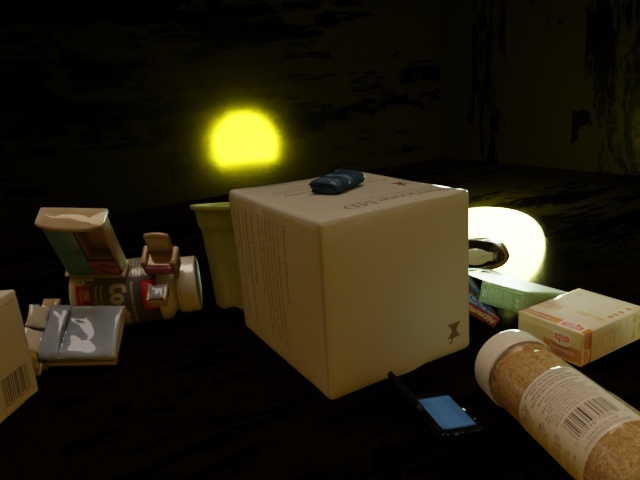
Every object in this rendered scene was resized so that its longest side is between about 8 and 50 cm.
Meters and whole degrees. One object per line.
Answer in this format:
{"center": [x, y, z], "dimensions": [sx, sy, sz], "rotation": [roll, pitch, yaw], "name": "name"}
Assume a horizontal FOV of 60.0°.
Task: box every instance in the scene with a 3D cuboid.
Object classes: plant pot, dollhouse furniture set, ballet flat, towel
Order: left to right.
{"center": [-0.460, 0.113, 1.126], "dimensions": [0.287, 0.198, 0.303], "rotation": [1, 54, -2], "name": "dollhouse furniture set"}
{"center": [-0.174, 0.032, 1.370], "dimensions": [0.277, 0.253, 0.276], "rotation": [-2, 6, 0], "name": "plant pot"}
{"center": [0.034, -0.116, 1.079], "dimensions": [0.067, 0.029, 0.119], "rotation": [6, 18, 30], "name": "towel"}
{"center": [0.337, 0.040, 1.485], "dimensions": [0.343, 0.116, 0.124], "rotation": [2, 3, 5], "name": "ballet flat"}

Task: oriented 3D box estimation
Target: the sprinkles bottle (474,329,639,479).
{"center": [0.341, 0.241, 0.738], "dimensions": [0.122, 0.121, 0.355], "rotation": [-8, 16, -11], "name": "sprinkles bottle"}

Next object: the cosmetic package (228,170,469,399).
{"center": [0.049, 0.053, 1.130], "dimensions": [0.330, 0.327, 0.394], "rotation": [-13, 18, -28], "name": "cosmetic package"}

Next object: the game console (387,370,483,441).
{"center": [0.176, 0.248, 0.865], "dimensions": [0.071, 0.107, 0.122], "rotation": [-36, 20, -5], "name": "game console"}

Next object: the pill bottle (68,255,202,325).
{"center": [-0.439, 0.121, 1.344], "dimensions": [0.284, 0.161, 0.161], "rotation": [-7, 15, -8], "name": "pill bottle"}

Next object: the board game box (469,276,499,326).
{"center": [0.314, 0.102, 1.292], "dimensions": [0.145, 0.027, 0.281], "rotation": [29, 14, -5], "name": "board game box"}

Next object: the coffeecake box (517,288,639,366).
{"center": [0.502, 0.163, 1.073], "dimensions": [0.186, 0.068, 0.142], "rotation": [-13, 17, -28], "name": "coffeecake box"}

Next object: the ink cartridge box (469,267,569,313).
{"center": [0.414, 0.111, 1.236], "dimensions": [0.171, 0.056, 0.235], "rotation": [5, 6, -33], "name": "ink cartridge box"}

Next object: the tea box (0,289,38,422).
{"center": [-0.717, 0.238, 0.892], "dimensions": [0.324, 0.219, 0.329], "rotation": [-2, 15, 8], "name": "tea box"}
